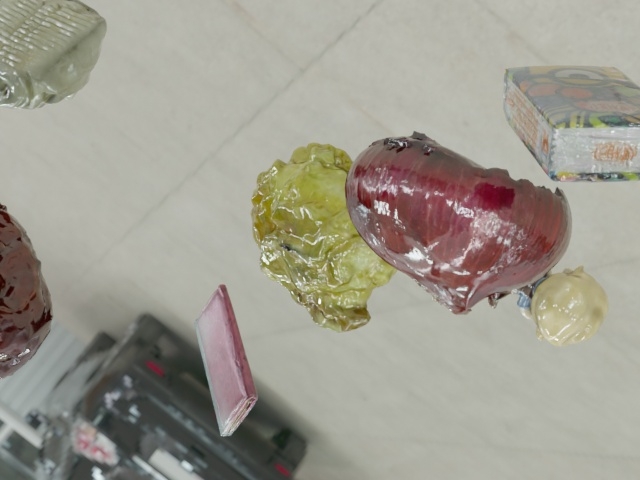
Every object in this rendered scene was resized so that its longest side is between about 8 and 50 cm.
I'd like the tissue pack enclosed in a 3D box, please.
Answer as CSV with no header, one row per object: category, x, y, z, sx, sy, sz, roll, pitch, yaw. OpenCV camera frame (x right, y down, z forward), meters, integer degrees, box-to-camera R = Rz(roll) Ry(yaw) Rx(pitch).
tissue pack,0.221,-0.101,0.936,0.148,0.108,0.060,-102,12,-64

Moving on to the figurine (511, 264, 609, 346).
figurine,0.337,0.080,1.679,0.108,0.114,0.196,48,172,-39

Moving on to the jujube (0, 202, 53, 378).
jujube,-0.553,0.042,1.634,0.377,0.276,0.276,58,172,26

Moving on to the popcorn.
popcorn,0.000,0.000,1.546,0.233,0.192,0.266,-13,92,45

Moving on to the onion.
onion,0.140,-0.022,1.178,0.248,0.161,0.248,25,160,10

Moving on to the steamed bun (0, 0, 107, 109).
steamed bun,-0.452,-0.288,1.789,0.211,0.218,0.144,26,152,23

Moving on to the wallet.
wallet,-0.161,0.197,1.881,0.025,0.232,0.119,6,137,-30
